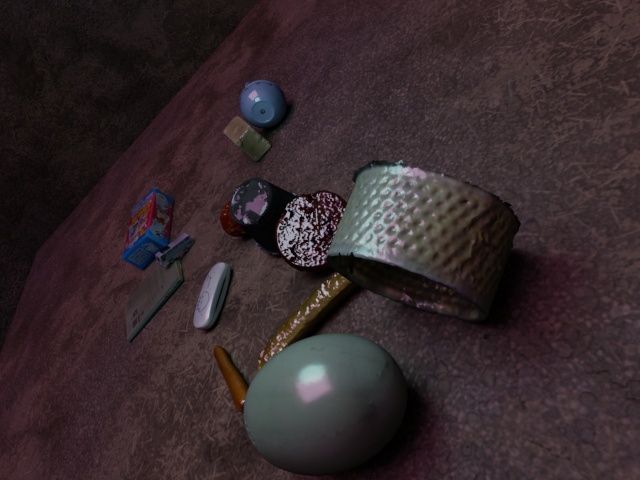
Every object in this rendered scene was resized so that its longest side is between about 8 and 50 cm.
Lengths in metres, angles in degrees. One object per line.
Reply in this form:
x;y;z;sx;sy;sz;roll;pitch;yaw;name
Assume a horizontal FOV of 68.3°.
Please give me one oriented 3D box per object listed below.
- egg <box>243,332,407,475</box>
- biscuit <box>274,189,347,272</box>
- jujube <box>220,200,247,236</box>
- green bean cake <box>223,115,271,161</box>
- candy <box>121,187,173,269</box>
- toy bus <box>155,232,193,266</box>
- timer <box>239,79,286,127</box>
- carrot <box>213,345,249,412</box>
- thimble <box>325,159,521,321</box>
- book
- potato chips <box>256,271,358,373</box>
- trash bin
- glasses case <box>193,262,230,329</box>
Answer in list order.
0.002;0.253;0.735;0.282;0.203;0.203;-25;44;28;egg
-0.010;-0.021;1.053;0.191;0.049;0.192;-4;74;13;biscuit
-0.201;-0.075;1.329;0.176;0.109;0.112;-15;86;30;jujube
-0.250;-0.347;1.601;0.085;0.109;0.179;-50;35;5;green bean cake
-0.663;-0.052;1.822;0.157;0.100;0.306;-38;37;21;candy
-0.484;0.030;1.564;0.037;0.052;0.130;25;56;40;toy bus
-0.204;-0.470;1.633;0.175;0.175;0.255;-51;19;3;timer
-0.200;0.303;1.058;0.043;0.043;0.248;-53;34;0;carrot
0.148;0.008;0.729;0.270;0.270;0.150;6;69;50;thimble
-0.566;0.175;1.587;0.283;0.025;0.215;-47;37;9;book
0.008;0.133;0.955;0.407;0.057;0.080;-45;50;10;potato chips
-0.133;-0.067;1.148;0.175;0.161;0.176;-11;67;26;trash bin
-0.294;0.149;1.283;0.076;0.049;0.197;-17;49;39;glasses case
